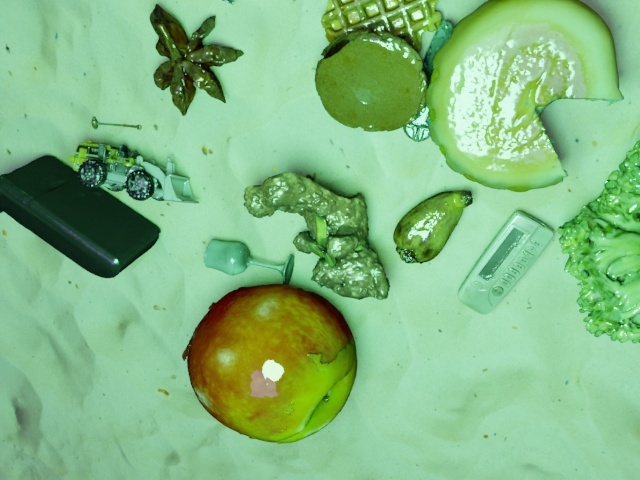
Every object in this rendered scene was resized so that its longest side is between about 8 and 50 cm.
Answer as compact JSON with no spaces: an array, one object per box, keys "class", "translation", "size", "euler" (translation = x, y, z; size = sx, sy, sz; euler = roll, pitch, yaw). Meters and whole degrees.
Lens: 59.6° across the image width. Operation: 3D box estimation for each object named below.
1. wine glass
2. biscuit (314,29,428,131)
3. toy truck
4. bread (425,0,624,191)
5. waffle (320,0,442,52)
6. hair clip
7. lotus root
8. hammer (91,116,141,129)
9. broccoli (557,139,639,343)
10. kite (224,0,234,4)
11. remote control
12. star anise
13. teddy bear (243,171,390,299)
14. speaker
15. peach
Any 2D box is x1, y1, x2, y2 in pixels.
[{"class":"wine glass","translation":[-0.163,0.049,1.274],"size":[0.196,0.079,0.079],"euler":[12,115,11]},{"class":"biscuit","translation":[0.094,-0.291,1.037],"size":[0.226,0.042,0.225],"euler":[13,143,10]},{"class":"toy truck","translation":[-0.408,-0.148,1.235],"size":[0.286,0.136,0.111],"euler":[14,94,9]},{"class":"bread","translation":[0.333,-0.255,0.963],"size":[0.333,0.160,0.332],"euler":[5,111,13]},{"class":"waffle","translation":[0.096,-0.436,1.012],"size":[0.249,0.056,0.253],"euler":[37,119,-2]},{"class":"hair clip","translation":[0.207,-0.296,1.050],"size":[0.066,0.036,0.229],"euler":[20,123,13]},{"class":"lotus root","translation":[0.229,-0.037,1.126],"size":[0.108,0.094,0.190],"euler":[32,110,-25]},{"class":"hammer","translation":[-0.463,-0.262,1.267],"size":[0.123,0.014,0.029],"euler":[6,122,10]},{"class":"broccoli","translation":[0.575,-0.006,0.949],"size":[0.277,0.317,0.338],"euler":[39,78,11]},{"class":"kite","translation":[-0.207,-0.542,0.999],"size":[0.141,0.015,0.245],"euler":[33,153,7]},{"class":"remote control","translation":[0.370,0.048,1.139],"size":[0.090,0.049,0.230],"euler":[31,117,2]},{"class":"star anise","translation":[-0.270,-0.359,1.127],"size":[0.213,0.111,0.196],"euler":[30,124,-5]},{"class":"teddy bear","translation":[-0.009,0.000,1.139],"size":[0.296,0.246,0.222],"euler":[9,84,-25]},{"class":"speaker","translation":[-0.599,-0.036,1.316],"size":[0.388,0.180,0.184],"euler":[34,124,1]},{"class":"peach","translation":[-0.110,0.250,1.209],"size":[0.371,0.370,0.369],"euler":[6,113,13]}]
